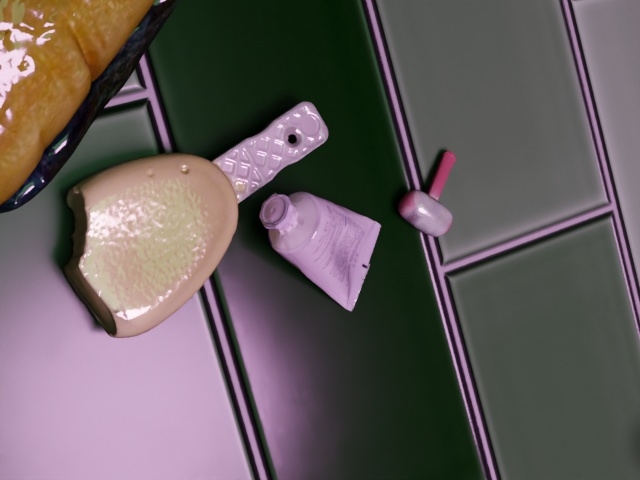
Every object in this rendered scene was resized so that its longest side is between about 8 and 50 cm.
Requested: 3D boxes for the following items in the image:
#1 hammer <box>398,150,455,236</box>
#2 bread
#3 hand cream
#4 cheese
[{"bbox_3d":[0.106,-0.047,0.941,0.053,0.031,0.083,33,69,-26],"label":"hammer"},{"bbox_3d":[-0.222,-0.198,0.694,0.251,0.208,0.376,37,77,-16],"label":"bread"},{"bbox_3d":[0.000,0.000,0.870,0.142,0.053,0.084,32,74,-51],"label":"hand cream"},{"bbox_3d":[-0.096,-0.037,0.830,0.255,0.050,0.127,-39,104,-23],"label":"cheese"}]
